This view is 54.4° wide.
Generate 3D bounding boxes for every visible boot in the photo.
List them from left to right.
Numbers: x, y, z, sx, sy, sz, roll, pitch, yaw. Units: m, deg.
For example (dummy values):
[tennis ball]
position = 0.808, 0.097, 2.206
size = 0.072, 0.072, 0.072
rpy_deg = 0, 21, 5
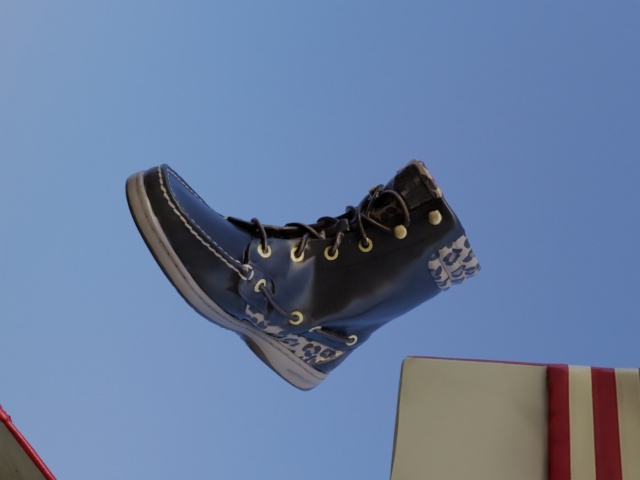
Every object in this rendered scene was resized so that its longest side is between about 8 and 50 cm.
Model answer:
[boot]
position = 0.000, 0.000, 0.701
size = 0.284, 0.377, 0.138
rpy_deg = -32, -143, 8

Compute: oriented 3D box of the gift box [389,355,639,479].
[gift box]
position = 0.165, 0.241, 0.349
size = 0.255, 0.276, 0.258
rpy_deg = -2, -127, 21

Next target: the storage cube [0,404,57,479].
[storage cube]
position = -0.324, 0.189, 0.407
size = 0.193, 0.215, 0.183
rpy_deg = -27, -82, 36
